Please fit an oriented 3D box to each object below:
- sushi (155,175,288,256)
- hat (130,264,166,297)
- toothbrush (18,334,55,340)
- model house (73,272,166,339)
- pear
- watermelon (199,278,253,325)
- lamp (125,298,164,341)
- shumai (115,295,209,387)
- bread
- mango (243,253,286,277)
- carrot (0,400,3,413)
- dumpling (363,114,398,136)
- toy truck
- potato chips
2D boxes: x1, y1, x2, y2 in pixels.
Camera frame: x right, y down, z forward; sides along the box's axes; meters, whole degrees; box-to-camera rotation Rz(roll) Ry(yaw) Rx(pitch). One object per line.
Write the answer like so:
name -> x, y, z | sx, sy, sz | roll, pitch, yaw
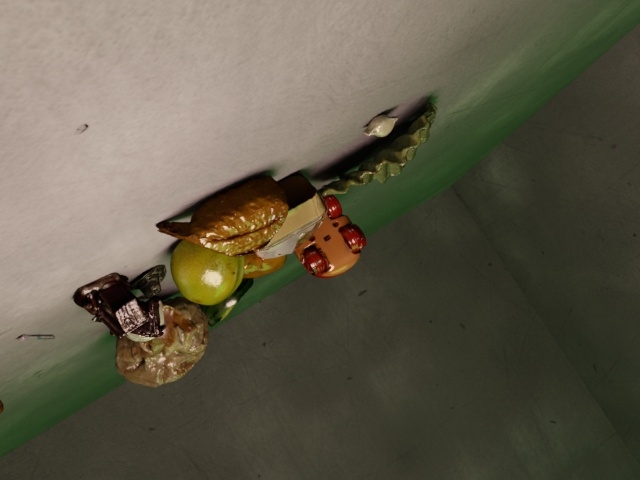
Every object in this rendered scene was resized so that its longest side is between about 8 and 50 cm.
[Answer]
sushi -> -0.179, -0.034, 1.222 | 0.287, 0.140, 0.149 | -30, 136, -22
hat -> -0.419, 0.110, 1.466 | 0.121, 0.050, 0.121 | -32, 170, -6
toothbrush -> -0.656, 0.226, 1.383 | 0.014, 0.011, 0.167 | -27, 173, -5
model house -> -0.436, 0.164, 1.318 | 0.141, 0.164, 0.203 | -37, 171, -2
pear -> -0.246, 0.038, 1.369 | 0.216, 0.166, 0.180 | -63, 157, 3
watermelon -> -0.321, 0.165, 1.954 | 0.232, 0.127, 0.204 | -50, -168, 0
lamp -> -0.462, 0.191, 1.502 | 0.106, 0.106, 0.193 | -29, -160, -27
shumai -> -0.463, 0.235, 1.743 | 0.314, 0.267, 0.262 | -52, 160, -42
bread -> -0.097, -0.055, 1.450 | 0.224, 0.142, 0.212 | -30, 158, -16
mango -> -0.194, 0.059, 1.898 | 0.147, 0.109, 0.227 | -8, -172, 32
carrot -> -0.937, 0.464, 1.655 | 0.055, 0.055, 0.161 | -31, 166, -10
dumpling -> 0.136, -0.267, 1.375 | 0.052, 0.057, 0.076 | 28, 99, -40
toy truck -> 0.000, 0.000, 1.767 | 0.189, 0.265, 0.239 | -30, 162, -12
potato chips -> 0.169, -0.212, 1.578 | 0.373, 0.097, 0.389 | -35, 179, 17
